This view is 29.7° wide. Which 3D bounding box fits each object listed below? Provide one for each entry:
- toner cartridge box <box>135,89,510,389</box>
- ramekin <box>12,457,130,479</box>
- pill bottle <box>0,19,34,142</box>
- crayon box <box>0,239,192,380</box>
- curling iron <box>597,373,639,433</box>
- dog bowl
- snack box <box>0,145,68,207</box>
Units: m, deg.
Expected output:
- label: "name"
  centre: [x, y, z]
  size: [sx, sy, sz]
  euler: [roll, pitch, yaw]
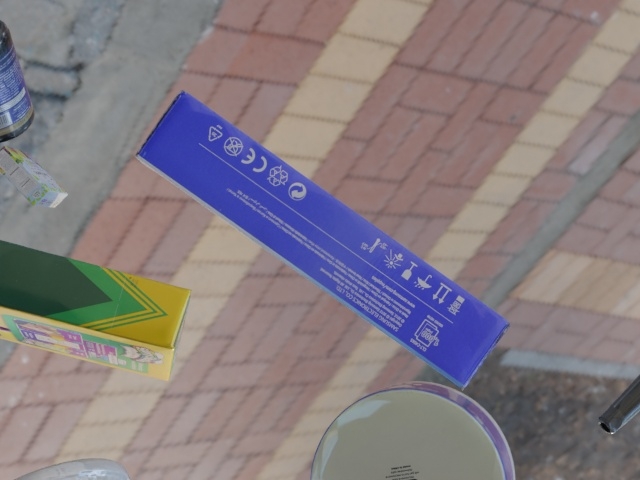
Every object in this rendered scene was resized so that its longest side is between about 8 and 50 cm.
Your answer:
- label: "toner cartridge box"
  centre: [0.000, 0.000, 1.105]
  size: [0.075, 0.347, 0.165]
  euler: [-55, -179, -2]
- label: "ramekin"
  centre: [-0.387, 0.441, 1.758]
  size: [0.272, 0.127, 0.273]
  euler: [-22, 151, -13]
- label: "pill bottle"
  centre: [-0.520, -0.264, 1.831]
  size: [0.122, 0.123, 0.219]
  euler: [-23, 133, -18]
- label: "crayon box"
  centre: [-0.375, 0.118, 1.927]
  size: [0.313, 0.106, 0.363]
  euler: [14, 165, -5]
- label: "curling iron"
  centre: [0.329, 0.069, 1.062]
  size: [0.274, 0.068, 0.035]
  euler: [-46, 174, -19]
- label: "dog bowl"
  centre: [0.123, 0.323, 1.606]
  size: [0.265, 0.265, 0.104]
  euler: [-41, 168, 9]
- label: "snack box"
  centre: [-0.464, -0.100, 1.927]
  size: [0.037, 0.100, 0.141]
  euler: [-43, 180, 1]
